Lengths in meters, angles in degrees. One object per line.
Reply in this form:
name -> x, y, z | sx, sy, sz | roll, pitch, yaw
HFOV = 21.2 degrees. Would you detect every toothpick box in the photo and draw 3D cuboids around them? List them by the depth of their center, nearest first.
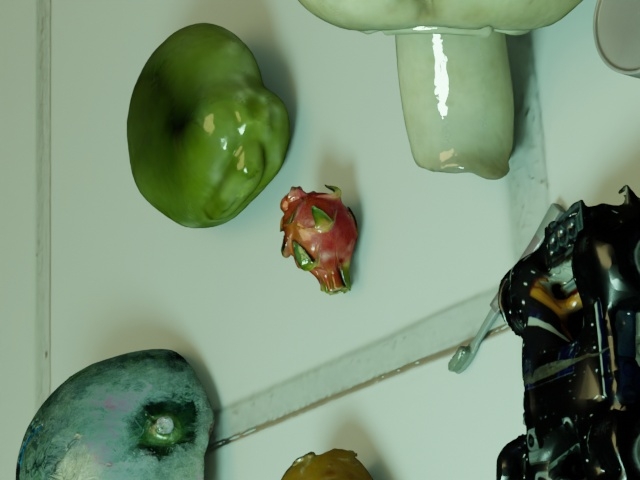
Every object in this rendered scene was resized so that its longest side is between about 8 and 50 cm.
toothpick box -> 0.295, -0.159, 1.305 | 0.098, 0.149, 0.098 | -21, 64, 52

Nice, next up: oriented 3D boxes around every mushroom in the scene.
mushroom -> 0.104, -0.224, 1.531 | 0.314, 0.314, 0.336 | 24, 122, 56

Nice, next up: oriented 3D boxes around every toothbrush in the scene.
toothbrush -> 0.168, 0.047, 1.558 | 0.194, 0.017, 0.014 | -59, 44, 24

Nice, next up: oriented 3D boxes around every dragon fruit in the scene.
dragon fruit -> 0.000, 0.001, 1.767 | 0.081, 0.086, 0.116 | -20, 68, 10

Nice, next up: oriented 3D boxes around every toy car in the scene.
toy car -> 0.225, 0.117, 1.365 | 0.193, 0.118, 0.301 | -28, 59, 60

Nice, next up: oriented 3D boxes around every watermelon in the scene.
watermelon -> -0.228, 0.256, 1.932 | 0.175, 0.188, 0.321 | -53, 45, 46

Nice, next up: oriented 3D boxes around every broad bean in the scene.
broad bean -> -0.135, -0.131, 1.970 | 0.291, 0.119, 0.238 | 14, 102, 59

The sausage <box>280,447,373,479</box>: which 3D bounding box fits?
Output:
sausage -> 0.038, 0.320, 1.606 | 0.109, 0.109, 0.270 | -52, 42, 35
